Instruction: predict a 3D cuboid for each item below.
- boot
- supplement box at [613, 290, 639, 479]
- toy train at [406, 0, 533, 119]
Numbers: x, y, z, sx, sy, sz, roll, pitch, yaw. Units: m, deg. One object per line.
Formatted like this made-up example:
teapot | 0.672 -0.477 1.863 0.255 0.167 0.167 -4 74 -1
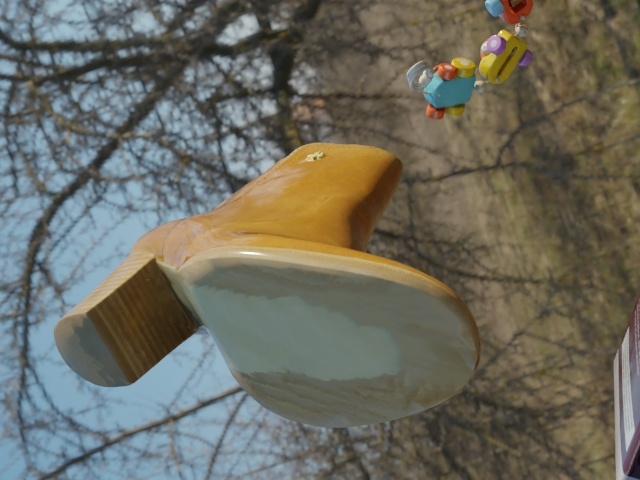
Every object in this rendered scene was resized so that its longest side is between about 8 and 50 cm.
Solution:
boot | 0.000 0.001 0.574 0.211 0.295 0.104 -43 -63 -42
supplement box | 0.212 0.003 0.488 0.130 0.073 0.239 -59 -18 -61
toy train | 0.153 -0.201 1.015 0.046 0.166 0.125 50 -179 39
